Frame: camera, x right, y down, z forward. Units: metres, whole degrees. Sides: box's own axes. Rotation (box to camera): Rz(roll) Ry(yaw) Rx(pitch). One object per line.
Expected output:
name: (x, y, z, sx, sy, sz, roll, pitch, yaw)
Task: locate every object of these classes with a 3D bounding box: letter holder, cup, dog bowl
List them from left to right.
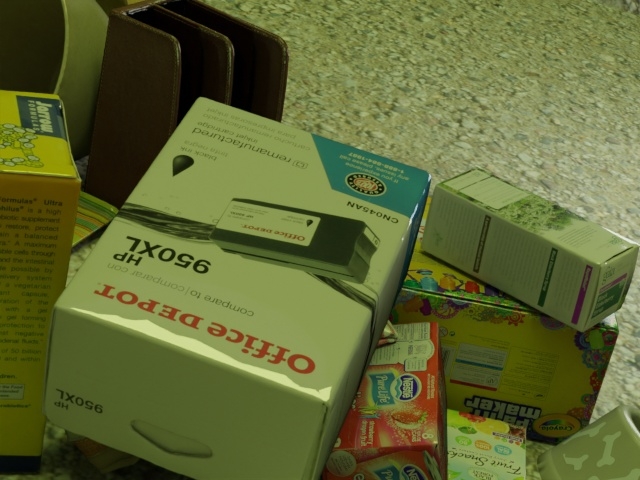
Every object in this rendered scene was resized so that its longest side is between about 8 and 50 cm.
cup: (-0.402, -0.233, 2.166, 0.331, 0.331, 0.237, 33, 11, 35)
letter holder: (-0.182, -0.153, 2.064, 0.214, 0.302, 0.152, 27, 30, 24)
dog bowl: (0.373, 0.301, 1.475, 0.349, 0.102, 0.349, 40, 11, -10)

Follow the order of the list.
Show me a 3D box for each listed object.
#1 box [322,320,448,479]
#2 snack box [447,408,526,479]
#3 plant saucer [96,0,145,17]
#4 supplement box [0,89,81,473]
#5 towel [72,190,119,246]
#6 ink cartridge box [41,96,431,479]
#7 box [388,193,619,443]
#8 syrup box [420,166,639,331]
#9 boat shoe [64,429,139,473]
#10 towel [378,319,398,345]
box: (0.074, 0.204, 1.658, 0.128, 0.123, 0.257, -6, 26, 7)
snack box: (0.184, 0.255, 1.733, 0.100, 0.037, 0.141, 12, 28, 2)
plant saucer: (-0.336, -0.342, 2.335, 0.332, 0.333, 0.081, 33, 65, 33)
supplement box: (-0.373, 0.041, 1.554, 0.195, 0.357, 0.194, 4, 28, -18)
towel: (-0.373, -0.011, 2.000, 0.102, 0.021, 0.237, 22, 33, 20)
ink cartridge box: (-0.077, 0.052, 1.571, 0.285, 0.166, 0.395, 19, 40, 7)
box: (0.201, 0.088, 1.905, 0.290, 0.177, 0.279, 11, 28, -1)
syrup box: (0.245, 0.008, 1.777, 0.237, 0.096, 0.093, 29, 33, 30)
boat shoe: (-0.176, 0.165, 1.681, 0.113, 0.103, 0.302, -20, 4, 38)
towel: (-0.025, 0.080, 1.706, 0.197, 0.029, 0.144, -9, 39, -23)
